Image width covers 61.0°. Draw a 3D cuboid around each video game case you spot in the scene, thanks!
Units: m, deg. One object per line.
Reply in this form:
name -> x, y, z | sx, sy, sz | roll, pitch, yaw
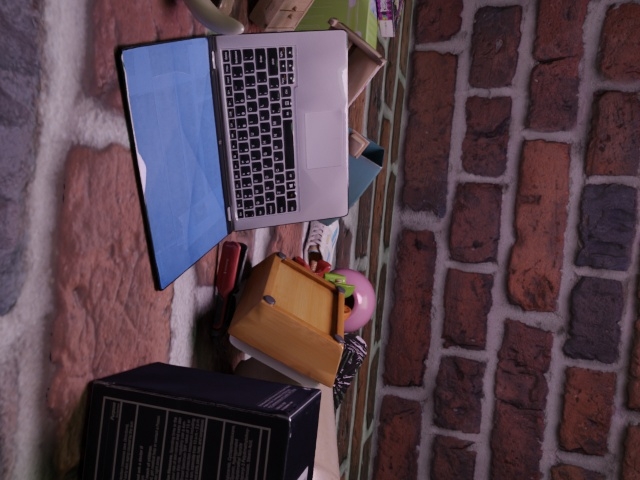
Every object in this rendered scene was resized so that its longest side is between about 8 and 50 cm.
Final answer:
video game case -> 0.178, -0.664, 1.342 | 0.210, 0.042, 0.232 | 69, 32, -55

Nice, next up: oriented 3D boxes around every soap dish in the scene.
soap dish -> -0.055, 0.153, 1.139 | 0.118, 0.229, 0.291 | -56, -170, 19

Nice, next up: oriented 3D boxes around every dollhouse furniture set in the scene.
dollhouse furniture set -> 0.050, -0.414, 1.155 | 0.303, 0.355, 0.174 | -49, -179, 28

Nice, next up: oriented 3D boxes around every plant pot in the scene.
plant pot -> 0.040, -0.169, 1.464 | 0.234, 0.166, 0.165 | -58, -174, 26
plant pot -> -0.093, 0.412, 1.116 | 0.305, 0.334, 0.333 | -84, 168, -45

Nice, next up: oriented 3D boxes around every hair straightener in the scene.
hair straightener -> -0.181, 0.116, 1.116 | 0.089, 0.047, 0.230 | 6, 90, -74

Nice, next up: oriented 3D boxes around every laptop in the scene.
laptop -> -0.108, -0.159, 0.962 | 0.236, 0.408, 0.381 | -126, -149, -61

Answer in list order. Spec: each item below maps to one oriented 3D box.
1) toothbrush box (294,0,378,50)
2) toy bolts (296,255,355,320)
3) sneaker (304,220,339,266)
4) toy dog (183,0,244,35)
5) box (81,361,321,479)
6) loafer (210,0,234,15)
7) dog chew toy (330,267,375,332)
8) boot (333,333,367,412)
toothbrush box -> 0.032, -0.557, 1.329 | 0.122, 0.206, 0.283 | -21, 115, -72
toy bolts -> -0.040, 0.149, 1.476 | 0.228, 0.218, 0.158 | -135, -122, -68
sneaker -> 0.000, 0.000, 1.632 | 0.092, 0.088, 0.228 | 1, 93, -72
toy dog -> -0.035, -0.506, 0.753 | 0.284, 0.408, 0.395 | 9, 87, -73
box -> -0.170, 0.353, 0.791 | 0.183, 0.294, 0.296 | 12, 84, -76
loafer -> -0.170, -0.460, 0.950 | 0.050, 0.056, 0.148 | 22, 85, -74
dog chew toy -> 0.082, 0.198, 1.806 | 0.332, 0.207, 0.206 | 34, 63, -81
boot -> 0.007, 0.445, 1.740 | 0.348, 0.131, 0.260 | -48, -178, -18
